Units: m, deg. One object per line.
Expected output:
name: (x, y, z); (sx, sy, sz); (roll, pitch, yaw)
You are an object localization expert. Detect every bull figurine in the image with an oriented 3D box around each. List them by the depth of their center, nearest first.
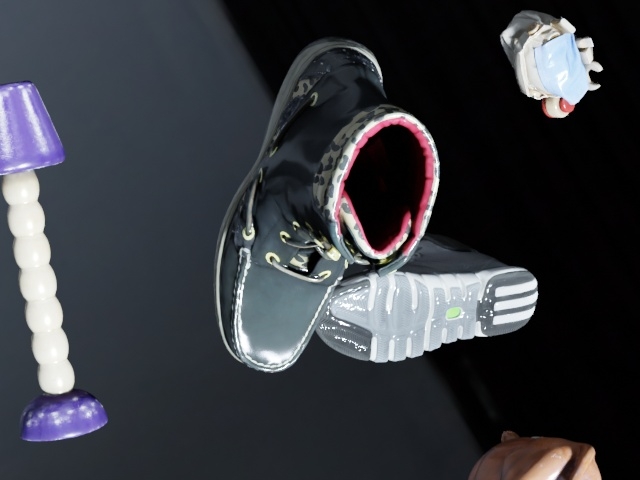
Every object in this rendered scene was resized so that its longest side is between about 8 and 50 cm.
bull figurine: (0.183, 0.257, 1.641); (0.188, 0.101, 0.310); (-48, 174, -11)

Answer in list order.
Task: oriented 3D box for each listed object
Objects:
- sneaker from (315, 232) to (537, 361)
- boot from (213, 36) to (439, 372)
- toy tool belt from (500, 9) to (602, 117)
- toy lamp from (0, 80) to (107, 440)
sneaker: (0.074, 0.045, 1.566); (0.229, 0.086, 0.132); (-3, -157, -27)
boot: (-0.001, -0.001, 1.087); (0.178, 0.085, 0.236); (-125, -130, -67)
toy tool belt: (0.153, -0.109, 1.081); (0.051, 0.083, 0.052); (8, -128, 45)
toy lamp: (-0.224, 0.014, 1.321); (0.080, 0.274, 0.080); (-7, -172, 1)
